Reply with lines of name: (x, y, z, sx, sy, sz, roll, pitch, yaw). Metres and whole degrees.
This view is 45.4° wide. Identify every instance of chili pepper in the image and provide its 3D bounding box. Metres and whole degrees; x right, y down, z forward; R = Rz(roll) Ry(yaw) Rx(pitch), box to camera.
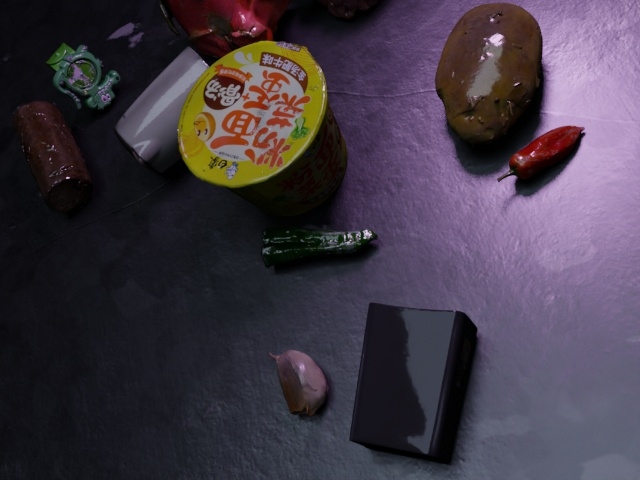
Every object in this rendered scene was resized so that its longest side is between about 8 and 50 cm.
chili pepper: (0.000, 0.000, 1.444, 0.226, 0.059, 0.088, -6, 58, 19)
chili pepper: (0.386, -0.152, 1.350, 0.191, 0.050, 0.059, -31, 53, -7)

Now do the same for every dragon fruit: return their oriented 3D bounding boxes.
dragon fruit: (-0.215, -0.517, 1.658, 0.305, 0.305, 0.226, -2, 60, 23)

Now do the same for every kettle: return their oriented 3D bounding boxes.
kettle: (-0.323, -0.281, 1.685, 0.255, 0.165, 0.240, -46, 27, 2)

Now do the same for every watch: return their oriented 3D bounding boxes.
watch: (-0.589, -0.396, 1.874, 0.131, 0.165, 0.152, -53, 32, -6)

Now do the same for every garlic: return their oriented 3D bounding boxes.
garlic: (-0.041, 0.236, 1.336, 0.084, 0.066, 0.152, -31, 59, 9)

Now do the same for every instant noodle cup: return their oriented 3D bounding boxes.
instant noodle cup: (-0.090, -0.197, 1.476, 0.311, 0.221, 0.312, -8, 66, 19)

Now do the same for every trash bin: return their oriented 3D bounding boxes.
trash bin: (0.146, 0.228, 1.231, 0.165, 0.115, 0.226, 4, 69, 27)

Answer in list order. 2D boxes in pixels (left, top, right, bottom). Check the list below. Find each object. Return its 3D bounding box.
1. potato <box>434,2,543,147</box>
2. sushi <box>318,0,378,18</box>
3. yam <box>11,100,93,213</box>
potato: (0.310, -0.313, 1.413, 0.191, 0.141, 0.296, 0, 68, 27)
sushi: (0.035, -0.628, 1.675, 0.236, 0.171, 0.270, -33, 61, 5)
yam: (-0.621, -0.199, 1.781, 0.131, 0.131, 0.280, -35, 60, 4)
